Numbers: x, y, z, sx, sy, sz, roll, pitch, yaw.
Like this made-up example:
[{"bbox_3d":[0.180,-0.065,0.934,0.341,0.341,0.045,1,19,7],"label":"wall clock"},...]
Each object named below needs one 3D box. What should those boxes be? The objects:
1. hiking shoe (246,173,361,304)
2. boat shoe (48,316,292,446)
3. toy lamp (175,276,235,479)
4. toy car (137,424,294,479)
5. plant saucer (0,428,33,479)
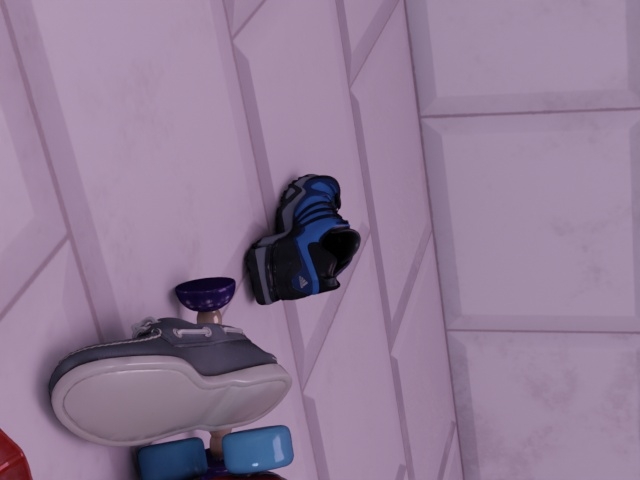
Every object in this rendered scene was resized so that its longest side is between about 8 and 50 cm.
[{"bbox_3d":[0.000,0.000,1.697,0.304,0.132,0.113,-65,150,-55],"label":"hiking shoe"},{"bbox_3d":[-0.159,0.132,1.209,0.319,0.116,0.099,8,36,-53],"label":"boat shoe"},{"bbox_3d":[-0.122,0.184,1.392,0.080,0.080,0.275,-36,121,-70],"label":"toy lamp"},{"bbox_3d":[-0.136,0.309,1.162,0.238,0.210,0.219,2,77,-61],"label":"toy car"},{"bbox_3d":[-0.254,0.209,0.834,0.259,0.047,0.258,62,-2,37],"label":"plant saucer"}]
